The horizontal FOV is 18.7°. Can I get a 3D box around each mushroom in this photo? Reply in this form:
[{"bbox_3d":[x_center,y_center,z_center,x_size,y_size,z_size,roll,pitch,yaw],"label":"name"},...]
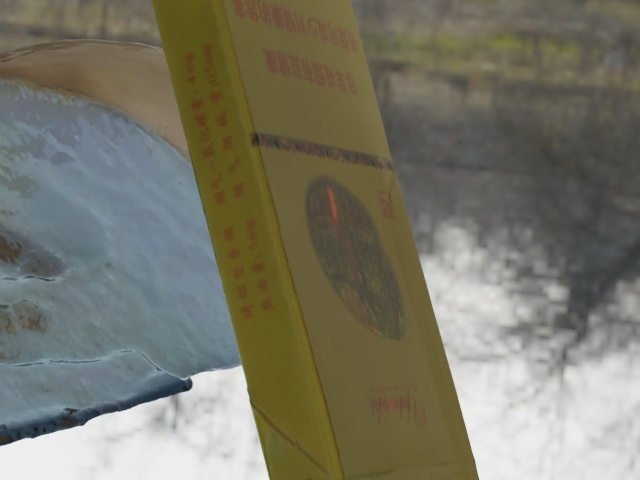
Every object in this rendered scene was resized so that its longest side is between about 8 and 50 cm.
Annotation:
[{"bbox_3d":[-0.095,-0.030,0.871,0.236,0.173,0.162,-16,-155,31],"label":"mushroom"}]

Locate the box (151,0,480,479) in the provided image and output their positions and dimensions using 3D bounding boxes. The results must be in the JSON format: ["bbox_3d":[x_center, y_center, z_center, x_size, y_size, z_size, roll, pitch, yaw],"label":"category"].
[{"bbox_3d":[0.000,0.000,0.501,0.023,0.155,0.087,-18,169,21],"label":"box"}]
